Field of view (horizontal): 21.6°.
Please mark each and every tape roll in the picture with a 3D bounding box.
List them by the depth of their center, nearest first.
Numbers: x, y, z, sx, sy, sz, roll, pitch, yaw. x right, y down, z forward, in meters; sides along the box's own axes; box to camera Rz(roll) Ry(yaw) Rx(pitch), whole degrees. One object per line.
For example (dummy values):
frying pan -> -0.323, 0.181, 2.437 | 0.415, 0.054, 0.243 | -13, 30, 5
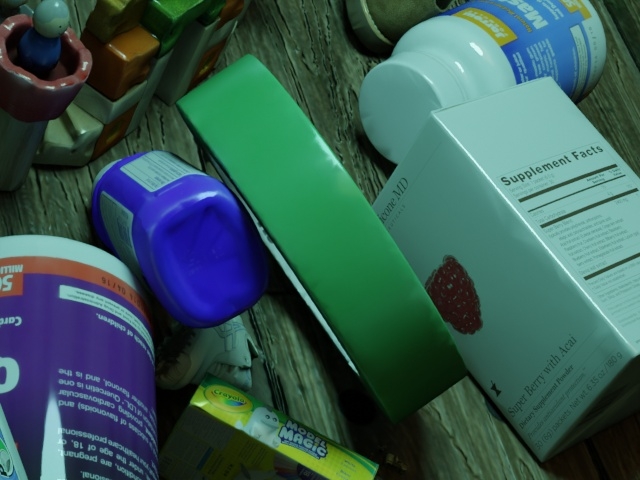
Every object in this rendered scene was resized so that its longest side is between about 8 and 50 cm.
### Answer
tape roll -> 0.000, 0.000, 1.384 | 0.077, 0.321, 0.321 | -34, 67, -3

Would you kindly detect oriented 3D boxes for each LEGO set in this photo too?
LEGO set -> 0.043, 0.198, 1.422 | 0.054, 0.023, 0.083 | 31, 43, -1

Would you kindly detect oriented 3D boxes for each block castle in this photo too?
block castle -> -0.236, -0.276, 1.562 | 0.303, 0.213, 0.453 | 38, 43, 7

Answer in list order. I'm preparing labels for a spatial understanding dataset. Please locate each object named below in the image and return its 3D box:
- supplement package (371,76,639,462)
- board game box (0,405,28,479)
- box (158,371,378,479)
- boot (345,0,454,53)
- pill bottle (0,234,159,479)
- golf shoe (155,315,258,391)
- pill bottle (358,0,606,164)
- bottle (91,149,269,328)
supplement package -> 0.208, 0.022, 1.566 | 0.175, 0.177, 0.293 | -19, 62, -40
board game box -> -0.251, 0.164, 0.920 | 0.308, 0.086, 0.302 | 65, 10, 24
box -> -0.035, 0.185, 1.330 | 0.179, 0.105, 0.043 | 31, 45, -2
boot -> 0.082, -0.360, 1.832 | 0.112, 0.115, 0.305 | 14, 60, -47
pill bottle -> -0.205, 0.165, 1.196 | 0.181, 0.181, 0.323 | 12, 46, -21
golf shoe -> -0.087, 0.094, 1.381 | 0.086, 0.069, 0.176 | 44, 17, -4
pill bottle -> 0.165, -0.171, 1.737 | 0.152, 0.152, 0.272 | 46, 44, 15
bottle -> -0.127, -0.013, 1.371 | 0.092, 0.283, 0.118 | -29, 109, -11
